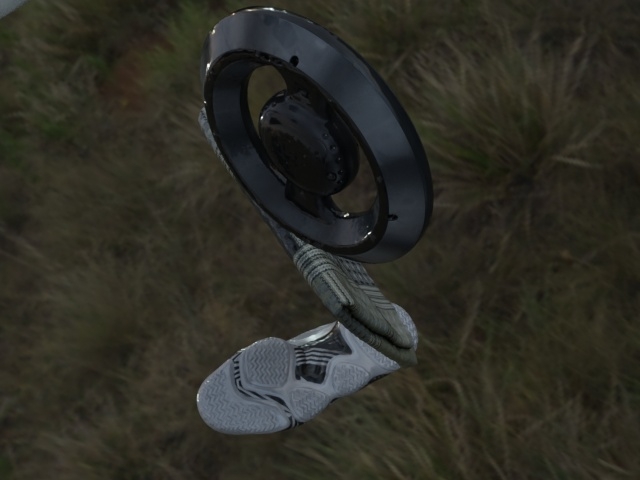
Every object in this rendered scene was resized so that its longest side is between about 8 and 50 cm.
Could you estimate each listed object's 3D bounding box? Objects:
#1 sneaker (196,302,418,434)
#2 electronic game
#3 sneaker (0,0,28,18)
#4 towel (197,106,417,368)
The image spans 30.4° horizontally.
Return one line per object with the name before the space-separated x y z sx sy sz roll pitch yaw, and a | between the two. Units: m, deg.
sneaker | -0.037 0.215 1.825 0.137 0.366 0.210 65 154 9
electronic game | -0.007 -0.077 0.910 0.229 0.229 0.048 9 43 47
sneaker | -0.395 -0.417 1.412 0.323 0.236 0.130 -33 38 -8
towel | 0.000 0.000 1.436 0.056 0.324 0.312 -38 65 4
